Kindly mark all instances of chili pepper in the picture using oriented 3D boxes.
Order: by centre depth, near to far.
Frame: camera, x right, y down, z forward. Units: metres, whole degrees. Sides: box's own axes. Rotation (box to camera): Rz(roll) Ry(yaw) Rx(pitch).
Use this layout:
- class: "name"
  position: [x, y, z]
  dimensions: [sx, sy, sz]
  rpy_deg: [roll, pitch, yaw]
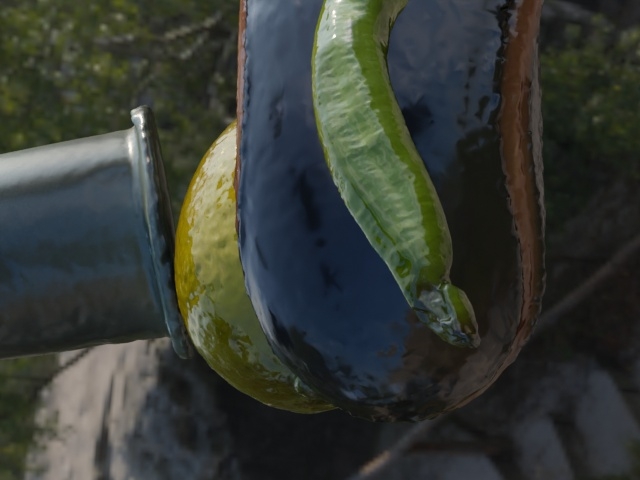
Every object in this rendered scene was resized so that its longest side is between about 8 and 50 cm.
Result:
- class: "chili pepper"
  position: [0.023, -0.046, 0.612]
  dimensions: [0.043, 0.049, 0.208]
  rpy_deg: [-42, 45, 47]

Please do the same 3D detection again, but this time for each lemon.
- class: "lemon"
  position: [0.000, 0.000, 1.243]
  dimensions: [0.245, 0.245, 0.319]
  rpy_deg: [124, 157, -45]

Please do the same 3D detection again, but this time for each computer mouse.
- class: "computer mouse"
  position: [0.038, -0.057, 0.832]
  dimensions: [0.116, 0.183, 0.323]
  rpy_deg: [0, -92, -70]

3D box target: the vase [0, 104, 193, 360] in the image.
- class: "vase"
  position: [-0.274, 0.020, 1.350]
  dimensions: [0.245, 0.291, 0.245]
  rpy_deg: [168, 90, -85]
